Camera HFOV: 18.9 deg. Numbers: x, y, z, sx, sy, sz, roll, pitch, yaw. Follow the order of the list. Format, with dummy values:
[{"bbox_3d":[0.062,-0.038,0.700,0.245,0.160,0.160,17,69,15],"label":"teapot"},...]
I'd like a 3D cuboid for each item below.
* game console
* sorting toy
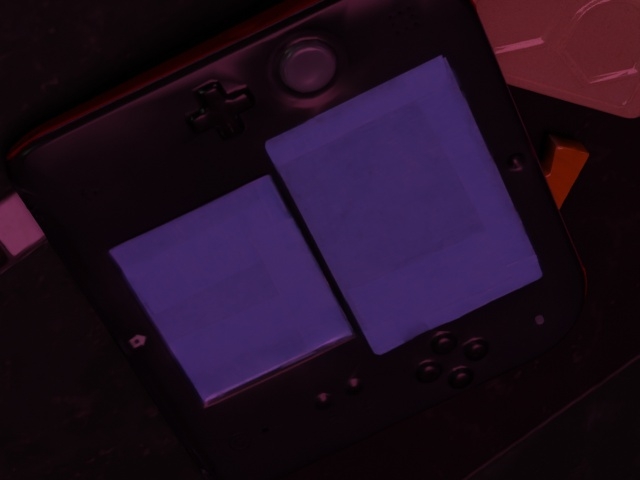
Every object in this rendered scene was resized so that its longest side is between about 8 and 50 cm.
[{"bbox_3d":[0.000,0.000,1.424,0.342,0.060,0.386,-28,127,-1],"label":"game console"},{"bbox_3d":[0.176,-0.166,1.440,0.229,0.041,0.307,11,121,-28],"label":"sorting toy"}]
